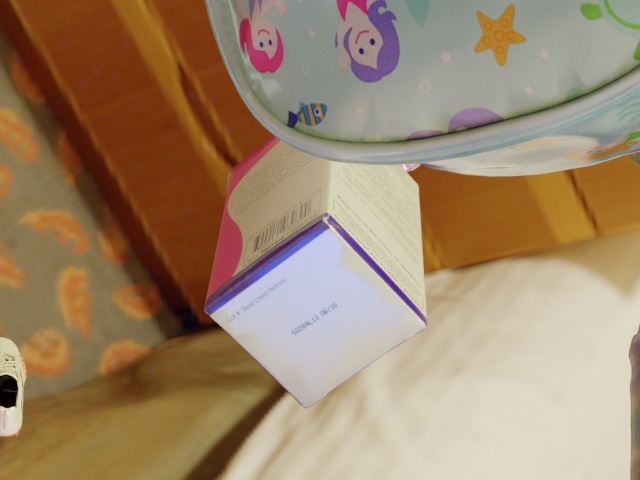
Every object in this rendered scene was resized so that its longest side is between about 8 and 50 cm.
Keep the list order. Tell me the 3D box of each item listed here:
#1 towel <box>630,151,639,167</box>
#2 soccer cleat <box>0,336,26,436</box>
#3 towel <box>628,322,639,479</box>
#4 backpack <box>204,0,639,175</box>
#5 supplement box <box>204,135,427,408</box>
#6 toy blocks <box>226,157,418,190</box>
[{"bbox_3d":[0.273,-0.091,1.168,0.027,0.110,0.148,-23,128,-8],"label":"towel"},{"bbox_3d":[-0.208,0.092,0.983,0.029,0.036,0.083,2,45,-14],"label":"soccer cleat"},{"bbox_3d":[0.314,0.211,0.784,0.374,0.090,0.321,16,69,-27],"label":"towel"},{"bbox_3d":[0.050,-0.148,0.484,0.191,0.225,0.254,-6,86,-59],"label":"backpack"},{"bbox_3d":[0.000,0.000,1.082,0.114,0.111,0.220,46,21,-21],"label":"supplement box"},{"bbox_3d":[0.035,-0.190,1.298,0.260,0.309,0.288,50,48,1],"label":"toy blocks"}]
